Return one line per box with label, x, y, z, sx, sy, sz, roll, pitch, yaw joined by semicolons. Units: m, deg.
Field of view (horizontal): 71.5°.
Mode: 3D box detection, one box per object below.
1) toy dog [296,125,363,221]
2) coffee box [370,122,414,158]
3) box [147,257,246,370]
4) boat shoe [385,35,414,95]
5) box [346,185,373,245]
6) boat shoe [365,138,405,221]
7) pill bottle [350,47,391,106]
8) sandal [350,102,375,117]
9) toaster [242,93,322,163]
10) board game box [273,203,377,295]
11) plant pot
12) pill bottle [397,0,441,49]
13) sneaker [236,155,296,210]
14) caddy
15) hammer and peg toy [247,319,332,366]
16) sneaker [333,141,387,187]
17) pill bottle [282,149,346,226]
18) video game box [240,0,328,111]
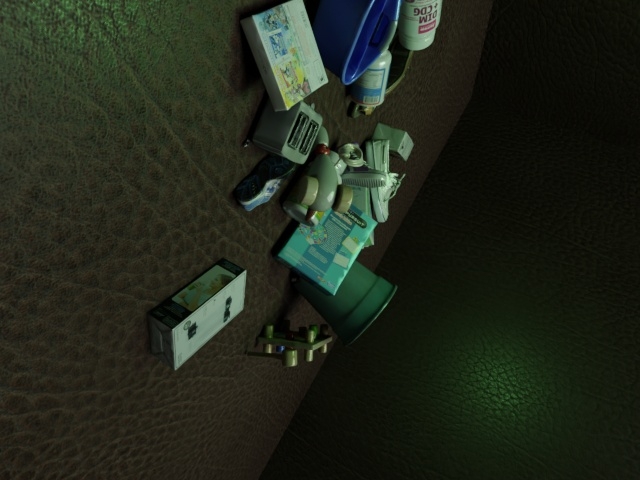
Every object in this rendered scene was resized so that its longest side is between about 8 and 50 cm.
toy dog;-0.011;-0.190;1.358;0.161;0.220;0.334;-49;-164;42
coffee box;0.340;-0.458;2.084;0.098;0.141;0.246;-68;162;7
box;-0.331;0.195;1.232;0.290;0.087;0.169;-42;152;-46
boat shoe;0.290;-0.656;1.733;0.307;0.110;0.104;-58;159;-17
box;0.155;-0.119;1.931;0.262;0.126;0.231;54;34;-69
boat shoe;0.297;-0.267;1.963;0.136;0.156;0.367;-40;123;-77
pill bottle;0.171;-0.579;1.499;0.124;0.124;0.221;-49;157;-37
sandal;0.178;-0.510;1.705;0.219;0.060;0.090;-30;142;-59
toaster;-0.092;-0.299;1.186;0.186;0.110;0.168;-66;160;7
board game box;0.023;-0.002;1.660;0.336;0.254;0.079;-57;-168;-19
plant pot;0.090;0.209;1.896;0.341;0.334;0.341;-47;176;-5
pill bottle;0.348;-0.833;1.575;0.160;0.160;0.283;-58;161;-16
sneaker;-0.155;-0.165;1.260;0.211;0.080;0.081;-41;161;-24
caddy;0.115;-0.578;1.167;0.241;0.179;0.341;-49;172;-38
hammer and peg toy;-0.127;0.414;1.843;0.361;0.266;0.127;9;84;-70
sneaker;0.130;-0.279;1.592;0.102;0.282;0.161;23;84;-46
pill bottle;-0.013;-0.181;1.509;0.246;0.136;0.136;-59;161;-14
video game box;-0.075;-0.431;1.027;0.187;0.048;0.205;-49;129;-41
